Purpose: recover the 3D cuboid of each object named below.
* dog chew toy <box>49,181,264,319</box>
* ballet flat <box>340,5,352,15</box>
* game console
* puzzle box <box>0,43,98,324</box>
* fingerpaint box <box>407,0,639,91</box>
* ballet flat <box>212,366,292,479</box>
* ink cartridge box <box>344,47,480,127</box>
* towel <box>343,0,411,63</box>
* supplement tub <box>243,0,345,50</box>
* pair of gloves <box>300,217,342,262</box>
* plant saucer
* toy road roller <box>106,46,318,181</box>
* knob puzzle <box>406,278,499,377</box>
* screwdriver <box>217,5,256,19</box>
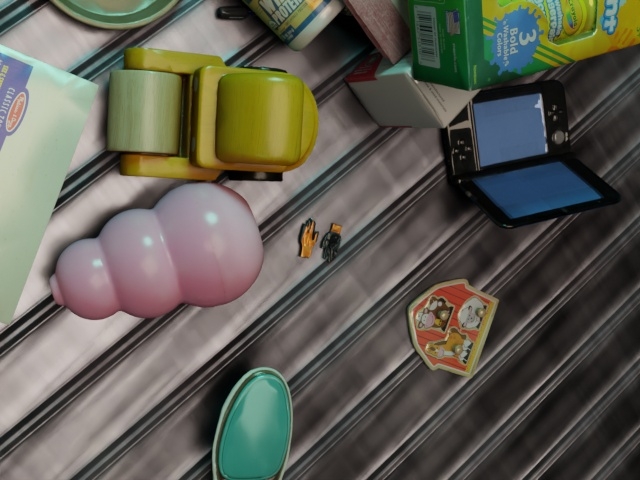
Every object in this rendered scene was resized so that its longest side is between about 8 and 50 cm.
[{"bbox_3d":[-0.263,0.032,1.402,0.332,0.206,0.206,-18,102,-14],"label":"dog chew toy"},{"bbox_3d":[0.145,-0.596,1.449,0.164,0.182,0.482,-1,116,-44],"label":"ballet flat"},{"bbox_3d":[0.407,-0.174,1.689,0.293,0.173,0.250,-13,100,-23],"label":"game console"},{"bbox_3d":[-0.537,-0.103,1.341,0.272,0.052,0.408,22,86,-24],"label":"puzzle box"},{"bbox_3d":[0.315,-0.489,1.329,0.371,0.163,0.444,-18,115,-24],"label":"fingerpaint box"},{"bbox_3d":[-0.130,0.415,1.531,0.139,0.139,0.400,2,90,-24],"label":"ballet flat"},{"bbox_3d":[0.224,-0.345,1.563,0.306,0.226,0.131,-48,113,-14],"label":"ink cartridge box"},{"bbox_3d":[0.171,-0.476,1.405,0.329,0.037,0.237,-42,126,0],"label":"towel"},{"bbox_3d":[-0.061,-0.432,1.463,0.200,0.144,0.144,43,77,-11],"label":"supplement tub"},{"bbox_3d":[0.000,0.000,1.613,0.083,0.010,0.074,11,89,-27],"label":"pair of gloves"},{"bbox_3d":[-0.338,-0.476,1.401,0.278,0.041,0.277,-2,95,-24],"label":"plant saucer"},{"bbox_3d":[-0.160,-0.196,1.396,0.330,0.240,0.202,1,94,-24],"label":"toy road roller"},{"bbox_3d":[0.255,0.166,1.732,0.213,0.030,0.213,-2,96,-24],"label":"knob puzzle"},{"bbox_3d":[-0.100,-0.394,1.530,0.170,0.024,0.025,-3,126,-30],"label":"screwdriver"}]
